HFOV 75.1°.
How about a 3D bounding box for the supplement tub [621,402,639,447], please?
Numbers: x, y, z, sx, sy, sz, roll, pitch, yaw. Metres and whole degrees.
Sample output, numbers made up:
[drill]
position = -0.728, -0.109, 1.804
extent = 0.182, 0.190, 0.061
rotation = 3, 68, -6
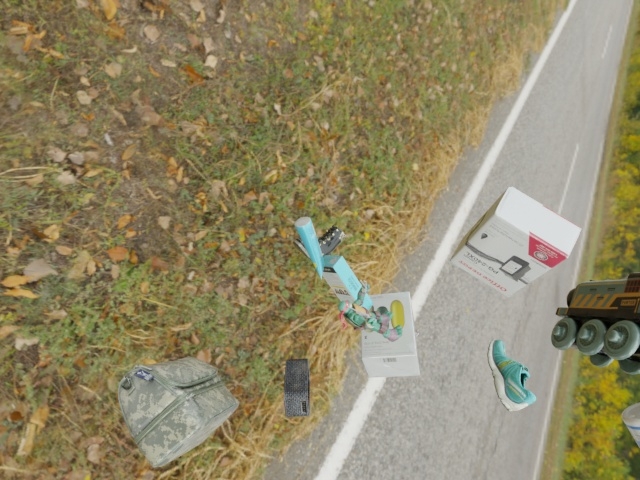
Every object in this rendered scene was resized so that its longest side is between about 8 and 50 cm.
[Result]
[supplement tub]
position = 0.585, 0.343, 0.719
extent = 0.071, 0.071, 0.107
rotation = -14, 73, -50

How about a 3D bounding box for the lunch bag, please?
[lunch bag]
position = -0.425, 0.474, 1.233
extent = 0.212, 0.256, 0.305
rotation = -46, 165, 3

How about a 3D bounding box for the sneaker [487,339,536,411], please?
[sneaker]
position = 0.630, 0.438, 1.375
extent = 0.107, 0.110, 0.275
rotation = 53, 24, -23

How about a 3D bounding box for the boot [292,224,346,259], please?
[boot]
position = -0.001, 0.000, 1.721
extent = 0.178, 0.085, 0.236
rotation = -51, 143, -1

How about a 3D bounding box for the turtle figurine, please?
[turtle figurine]
position = 0.132, 0.212, 1.226
extent = 0.234, 0.118, 0.175
rotation = 33, 32, -30

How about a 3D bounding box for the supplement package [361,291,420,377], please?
[supplement package]
position = 0.268, 0.367, 1.620
extent = 0.198, 0.199, 0.262
rotation = 69, 19, -49

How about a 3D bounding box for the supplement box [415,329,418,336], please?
[supplement box]
position = 0.363, 0.429, 1.964
extent = 0.130, 0.073, 0.239
rotation = -52, 133, -8

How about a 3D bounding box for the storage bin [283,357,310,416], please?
[storage bin]
position = -0.082, 0.523, 1.488
extent = 0.180, 0.085, 0.122
rotation = -94, 180, -62

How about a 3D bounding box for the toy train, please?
[toy train]
position = 0.615, 0.163, 0.851
extent = 0.334, 0.142, 0.190
rotation = 101, 13, -81

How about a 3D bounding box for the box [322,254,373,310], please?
[box]
position = 0.090, 0.163, 1.528
extent = 0.060, 0.101, 0.244
rotation = -48, 119, -28

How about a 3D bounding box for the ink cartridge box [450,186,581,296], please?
[ink cartridge box]
position = 0.277, 0.009, 0.613
extent = 0.063, 0.109, 0.150
rotation = -51, 169, -28

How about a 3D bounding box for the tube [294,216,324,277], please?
[tube]
position = -0.022, 0.022, 1.312
extent = 0.080, 0.052, 0.207
rotation = -71, 147, -50
